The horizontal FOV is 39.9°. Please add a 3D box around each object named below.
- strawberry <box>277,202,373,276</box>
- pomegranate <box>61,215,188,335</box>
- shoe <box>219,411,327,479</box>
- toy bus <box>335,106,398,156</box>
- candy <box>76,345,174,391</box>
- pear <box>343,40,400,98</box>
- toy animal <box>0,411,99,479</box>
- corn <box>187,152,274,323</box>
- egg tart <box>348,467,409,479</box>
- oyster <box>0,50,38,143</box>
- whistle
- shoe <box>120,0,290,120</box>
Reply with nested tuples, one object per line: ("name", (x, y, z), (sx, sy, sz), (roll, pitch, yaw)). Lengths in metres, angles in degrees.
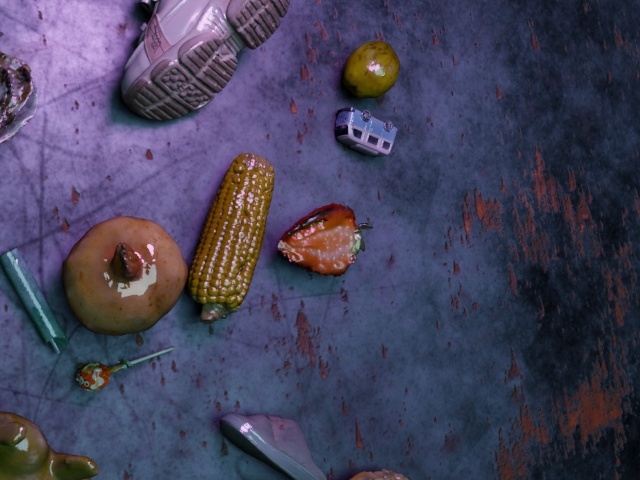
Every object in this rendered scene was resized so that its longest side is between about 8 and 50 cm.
("strawberry", (0.003, 0.001, 1.698), (0.192, 0.085, 0.140), (-38, 112, -21))
("pomegranate", (-0.318, 0.060, 1.448), (0.207, 0.207, 0.207), (3, 84, -30))
("shoe", (-0.070, 0.370, 1.615), (0.251, 0.103, 0.100), (43, 67, -25))
("toy bus", (0.089, -0.217, 1.782), (0.123, 0.060, 0.075), (19, 80, -29))
("candy", (-0.330, 0.212, 1.514), (0.184, 0.049, 0.055), (-18, 50, -36))
("pear", (0.105, -0.344, 1.778), (0.131, 0.107, 0.107), (-40, 105, -19))
("toy animal", (-0.409, 0.412, 1.366), (0.363, 0.180, 0.181), (43, 73, -19))
("corn", (-0.158, -0.004, 1.590), (0.119, 0.119, 0.322), (26, 69, -25))
("egg tart", (0.122, 0.615, 1.678), (0.352, 0.150, 0.352), (1, 88, -28))
("oyster", (-0.592, -0.166, 1.353), (0.162, 0.158, 0.351), (35, 72, 23))
("whistle", (-0.468, 0.100, 1.446), (0.039, 0.039, 0.186), (-31, 101, -28))
("shoe", (-0.233, -0.377, 1.566), (0.351, 0.172, 0.198), (-43, 70, -7))
